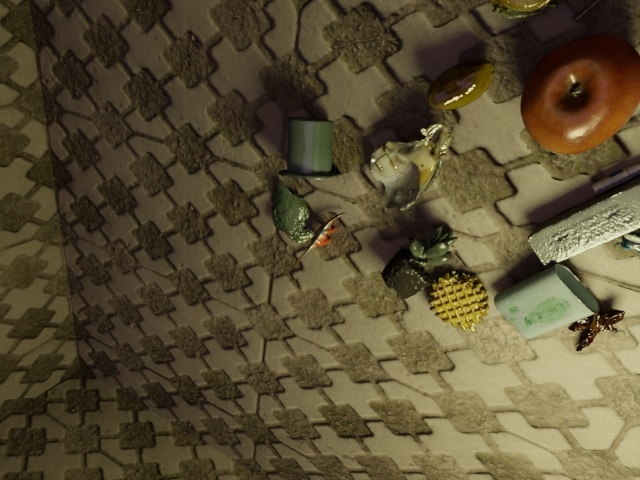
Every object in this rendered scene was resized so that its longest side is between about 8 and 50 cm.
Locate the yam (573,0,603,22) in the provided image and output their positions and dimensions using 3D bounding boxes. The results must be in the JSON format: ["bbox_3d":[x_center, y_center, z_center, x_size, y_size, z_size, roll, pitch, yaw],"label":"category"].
[{"bbox_3d":[0.660,-0.570,1.055,0.116,0.021,0.021,-40,89,34],"label":"yam"}]

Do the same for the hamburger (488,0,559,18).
[{"bbox_3d":[0.493,-0.652,1.055,0.189,0.122,0.215,5,109,20],"label":"hamburger"}]

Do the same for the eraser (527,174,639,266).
[{"bbox_3d":[0.746,-0.055,1.189,0.352,0.077,0.111,-33,92,34],"label":"eraser"}]

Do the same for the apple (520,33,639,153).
[{"bbox_3d":[0.619,-0.348,1.062,0.272,0.206,0.252,-40,85,36],"label":"apple"}]

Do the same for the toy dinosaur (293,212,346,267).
[{"bbox_3d":[-0.005,-0.004,1.609,0.055,0.101,0.280,42,113,20],"label":"toy dinosaur"}]

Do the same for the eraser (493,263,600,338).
[{"bbox_3d":[0.658,0.185,1.307,0.174,0.081,0.227,48,136,3],"label":"eraser"}]

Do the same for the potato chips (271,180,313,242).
[{"bbox_3d":[-0.109,-0.101,1.652,0.228,0.059,0.167,43,114,7],"label":"potato chips"}]

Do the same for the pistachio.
[{"bbox_3d":[0.388,-0.426,1.223,0.189,0.100,0.110,-30,119,20],"label":"pistachio"}]

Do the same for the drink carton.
[{"bbox_3d":[-0.031,-0.302,1.456,0.185,0.191,0.190,15,110,25],"label":"drink carton"}]

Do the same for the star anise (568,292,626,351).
[{"bbox_3d":[0.786,0.229,1.300,0.157,0.053,0.212,53,145,15],"label":"star anise"}]

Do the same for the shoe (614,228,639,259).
[{"bbox_3d":[0.863,0.022,1.169,0.142,0.064,0.071,26,131,13],"label":"shoe"}]

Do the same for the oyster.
[{"bbox_3d":[0.273,-0.228,1.365,0.270,0.100,0.276,5,125,29],"label":"oyster"}]

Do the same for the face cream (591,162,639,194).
[{"bbox_3d":[0.779,-0.165,1.151,0.130,0.034,0.034,-32,93,35],"label":"face cream"}]

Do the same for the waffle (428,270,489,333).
[{"bbox_3d":[0.456,0.195,1.460,0.192,0.070,0.197,13,113,24],"label":"waffle"}]

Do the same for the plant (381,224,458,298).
[{"bbox_3d":[0.322,0.060,1.435,0.149,0.146,0.275,33,123,-10],"label":"plant"}]
